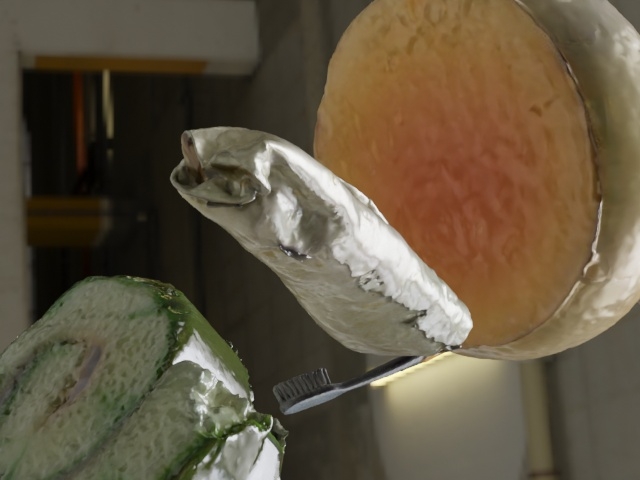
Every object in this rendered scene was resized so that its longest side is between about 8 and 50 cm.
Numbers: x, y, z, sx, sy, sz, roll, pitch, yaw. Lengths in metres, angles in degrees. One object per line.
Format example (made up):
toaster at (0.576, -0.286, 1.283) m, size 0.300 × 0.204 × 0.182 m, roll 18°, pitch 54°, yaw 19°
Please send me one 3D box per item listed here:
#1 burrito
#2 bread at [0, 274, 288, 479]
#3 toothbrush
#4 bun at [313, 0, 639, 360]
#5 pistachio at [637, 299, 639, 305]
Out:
burrito at (0.000, 0.000, 0.721) m, size 0.087 × 0.226 × 0.060 m, roll 1°, pitch -115°, yaw 30°
bread at (-0.201, 0.185, 1.220) m, size 0.382 × 0.129 × 0.366 m, roll -10°, pitch -139°, yaw 33°
toothbrush at (0.107, 0.087, 1.195) m, size 0.023 × 0.321 × 0.031 m, roll 102°, pitch -35°, yaw -57°
bun at (0.139, -0.060, 1.001) m, size 0.299 × 0.164 × 0.299 m, roll 10°, pitch -76°, yaw 46°
pistachio at (0.364, 0.012, 1.221) m, size 0.124 × 0.185 × 0.124 m, roll 0°, pitch 90°, yaw -72°
